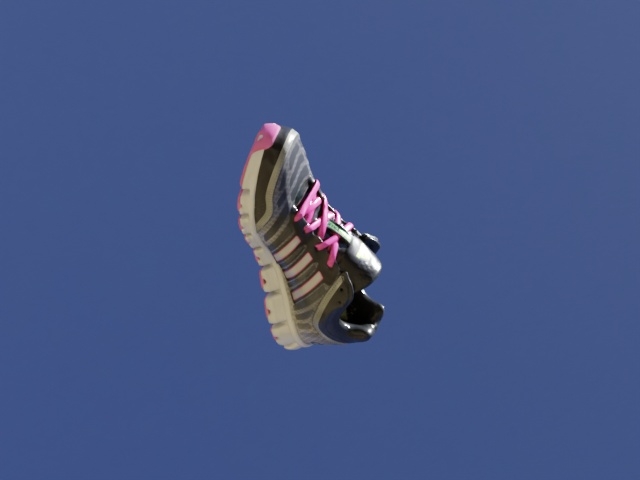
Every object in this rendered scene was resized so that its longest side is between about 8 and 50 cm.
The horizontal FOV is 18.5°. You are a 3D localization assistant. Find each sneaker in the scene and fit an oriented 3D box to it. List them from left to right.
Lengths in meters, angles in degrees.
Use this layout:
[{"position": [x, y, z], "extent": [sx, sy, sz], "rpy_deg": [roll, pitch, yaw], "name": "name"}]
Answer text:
[{"position": [0.000, 0.000, 1.191], "extent": [0.075, 0.063, 0.170], "rpy_deg": [6, -49, 22], "name": "sneaker"}]
